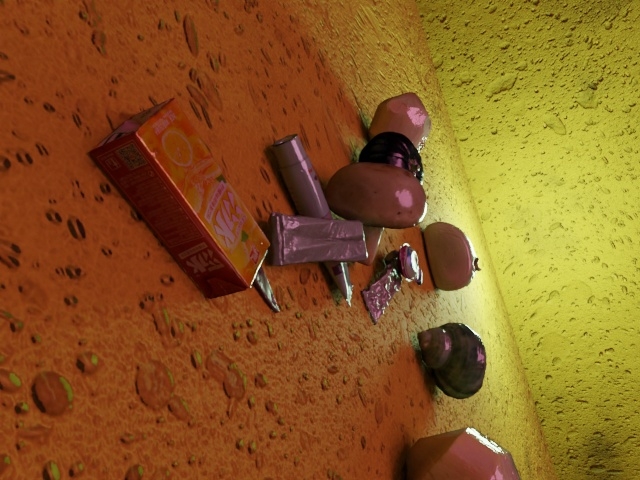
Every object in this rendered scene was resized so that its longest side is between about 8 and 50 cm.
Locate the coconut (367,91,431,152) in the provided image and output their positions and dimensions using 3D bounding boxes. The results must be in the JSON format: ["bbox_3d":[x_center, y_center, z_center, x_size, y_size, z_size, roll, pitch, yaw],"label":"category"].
[{"bbox_3d":[0.227,-0.321,1.351,0.183,0.171,0.171,-62,155,11],"label":"coconut"}]

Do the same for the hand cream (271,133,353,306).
[{"bbox_3d":[-0.005,-0.031,0.893,0.085,0.058,0.331,-81,153,-65],"label":"hand cream"}]

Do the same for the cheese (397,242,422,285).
[{"bbox_3d":[0.218,0.062,1.177,0.145,0.038,0.095,45,47,-48],"label":"cheese"}]

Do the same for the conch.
[{"bbox_3d":[0.360,0.311,1.296,0.277,0.195,0.220,29,35,-25],"label":"conch"}]

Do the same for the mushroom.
[{"bbox_3d":[0.104,-0.052,0.989,0.207,0.207,0.215,-25,131,-64],"label":"mushroom"}]

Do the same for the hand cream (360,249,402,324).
[{"bbox_3d":[0.156,0.092,1.146,0.257,0.050,0.084,-50,123,-56],"label":"hand cream"}]

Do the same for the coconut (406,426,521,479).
[{"bbox_3d":[0.281,0.499,0.970,0.259,0.259,0.259,41,41,-48],"label":"coconut"}]

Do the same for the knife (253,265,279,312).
[{"bbox_3d":[-0.110,0.001,0.696,0.247,0.018,0.035,67,24,-16],"label":"knife"}]

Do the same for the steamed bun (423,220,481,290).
[{"bbox_3d":[0.446,0.047,1.622,0.170,0.152,0.239,11,68,-62],"label":"steamed bun"}]

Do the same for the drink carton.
[{"bbox_3d":[-0.153,-0.043,0.577,0.223,0.071,0.096,59,29,-29],"label":"drink carton"}]

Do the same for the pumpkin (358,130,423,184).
[{"bbox_3d":[0.184,-0.177,1.229,0.202,0.140,0.202,11,76,-49],"label":"pumpkin"}]

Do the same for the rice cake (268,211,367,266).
[{"bbox_3d":[0.000,0.000,0.821,0.226,0.040,0.085,1,88,-46],"label":"rice cake"}]
